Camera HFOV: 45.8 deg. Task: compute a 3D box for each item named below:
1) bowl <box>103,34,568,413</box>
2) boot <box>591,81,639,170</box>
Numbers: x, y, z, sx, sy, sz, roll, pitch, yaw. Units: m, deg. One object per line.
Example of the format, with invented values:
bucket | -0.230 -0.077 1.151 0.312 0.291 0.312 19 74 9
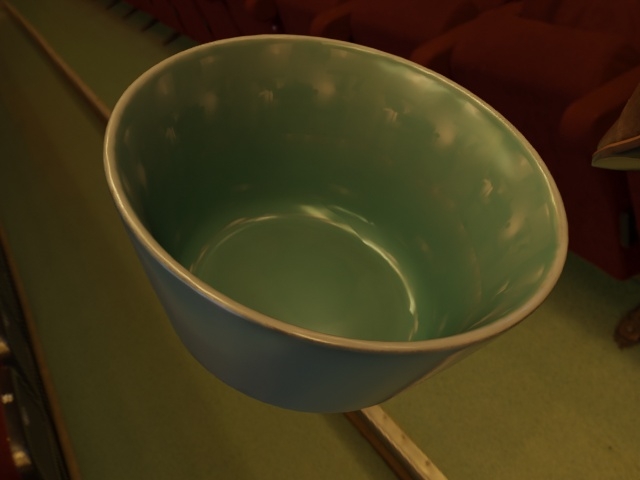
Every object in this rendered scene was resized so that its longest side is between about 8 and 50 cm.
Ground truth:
bowl | 0.000 0.000 0.560 0.312 0.163 0.311 9 45 -9
boot | 0.344 -0.135 0.721 0.113 0.305 0.115 1 81 0
